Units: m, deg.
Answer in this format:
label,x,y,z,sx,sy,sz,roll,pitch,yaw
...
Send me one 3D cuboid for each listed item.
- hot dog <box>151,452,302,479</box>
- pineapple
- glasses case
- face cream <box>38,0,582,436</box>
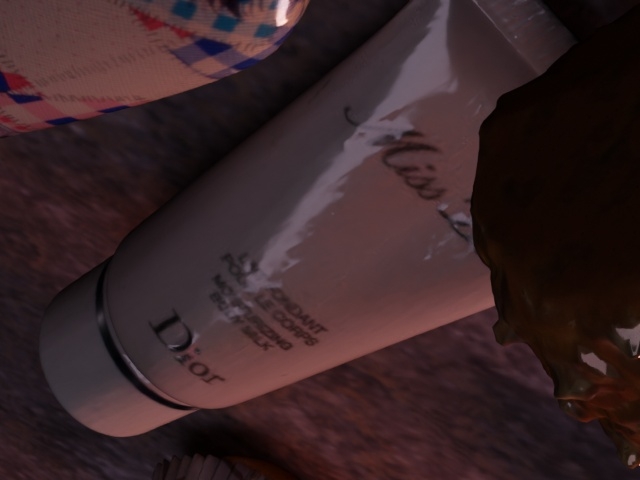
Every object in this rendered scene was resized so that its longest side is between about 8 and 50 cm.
label,x,y,z,sx,sy,sz,roll,pitch,yaw
hot dog,-0.004,0.221,0.894,0.144,0.075,0.268,-5,129,35
pineapple,0.175,0.042,0.503,0.158,0.157,0.279,-11,138,43
glasses case,-0.143,-0.102,0.599,0.328,0.076,0.125,-7,129,40
face cream,0.000,0.000,0.630,0.143,0.089,0.314,44,132,-19
